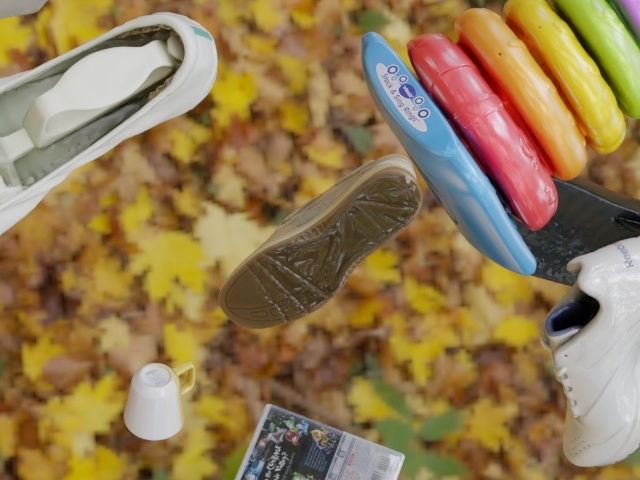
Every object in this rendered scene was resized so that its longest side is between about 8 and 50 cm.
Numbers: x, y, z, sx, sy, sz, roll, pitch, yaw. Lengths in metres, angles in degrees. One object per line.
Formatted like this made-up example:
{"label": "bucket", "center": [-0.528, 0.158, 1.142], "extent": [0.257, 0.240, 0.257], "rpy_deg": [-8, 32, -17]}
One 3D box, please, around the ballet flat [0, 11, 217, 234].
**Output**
{"label": "ballet flat", "center": [-0.278, -0.101, 1.570], "extent": [0.139, 0.400, 0.139], "rpy_deg": [59, -5, 8]}

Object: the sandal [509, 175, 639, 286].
{"label": "sandal", "center": [0.393, 0.035, 1.955], "extent": [0.107, 0.446, 0.167], "rpy_deg": [-80, -177, -61]}

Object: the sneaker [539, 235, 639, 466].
{"label": "sneaker", "center": [0.269, 0.107, 1.652], "extent": [0.111, 0.129, 0.297], "rpy_deg": [-115, -155, -48]}

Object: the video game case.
{"label": "video game case", "center": [-0.015, 0.296, 1.916], "extent": [0.022, 0.173, 0.190], "rpy_deg": [102, 9, -58]}

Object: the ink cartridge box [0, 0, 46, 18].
{"label": "ink cartridge box", "center": [-0.476, -0.443, 1.927], "extent": [0.279, 0.160, 0.384], "rpy_deg": [-19, 79, -41]}

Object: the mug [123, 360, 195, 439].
{"label": "mug", "center": [-0.165, 0.152, 1.709], "extent": [0.078, 0.062, 0.064], "rpy_deg": [-73, 173, -47]}

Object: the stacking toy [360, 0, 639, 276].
{"label": "stacking toy", "center": [0.194, -0.133, 1.192], "extent": [0.175, 0.302, 0.166], "rpy_deg": [59, 5, 36]}

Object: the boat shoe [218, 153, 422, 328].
{"label": "boat shoe", "center": [0.000, 0.000, 2.129], "extent": [0.109, 0.302, 0.098], "rpy_deg": [46, 16, -18]}
